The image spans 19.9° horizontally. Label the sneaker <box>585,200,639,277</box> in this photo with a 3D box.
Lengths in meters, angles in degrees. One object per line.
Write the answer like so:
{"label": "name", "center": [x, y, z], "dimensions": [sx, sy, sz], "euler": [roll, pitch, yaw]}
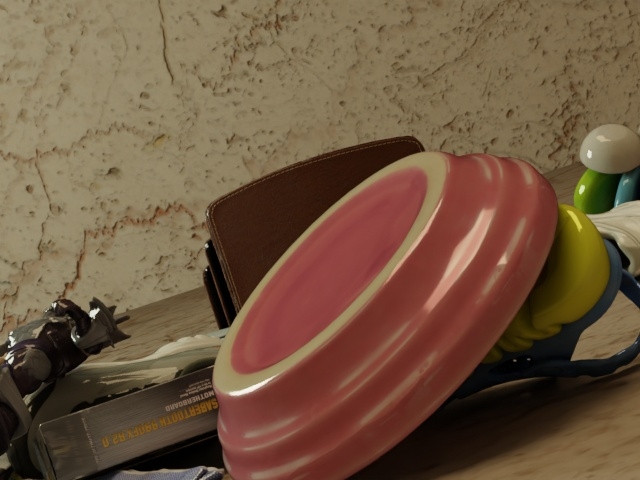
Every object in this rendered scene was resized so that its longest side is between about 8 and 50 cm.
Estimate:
{"label": "sneaker", "center": [0.258, 0.016, 1.920], "dimensions": [0.232, 0.090, 0.115], "euler": [-17, 8, 40]}

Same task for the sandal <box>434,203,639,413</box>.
{"label": "sandal", "center": [0.143, 0.082, 1.471], "dimensions": [0.138, 0.126, 0.317], "euler": [24, -30, -32]}

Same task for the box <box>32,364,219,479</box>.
{"label": "box", "center": [-0.161, 0.168, 1.632], "dimensions": [0.183, 0.056, 0.231], "euler": [-19, -6, -13]}

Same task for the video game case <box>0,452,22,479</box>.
{"label": "video game case", "center": [-0.416, 0.215, 1.732], "dimensions": [0.232, 0.042, 0.210], "euler": [13, 6, 4]}

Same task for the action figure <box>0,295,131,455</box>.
{"label": "action figure", "center": [-0.282, 0.121, 1.709], "dimensions": [0.185, 0.099, 0.285], "euler": [-31, 13, 21]}

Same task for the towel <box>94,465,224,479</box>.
{"label": "towel", "center": [-0.232, 0.237, 1.409], "dimensions": [0.285, 0.034, 0.209], "euler": [-21, 4, -33]}

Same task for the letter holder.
{"label": "letter holder", "center": [0.000, 0.000, 2.363], "dimensions": [0.302, 0.214, 0.152], "euler": [-19, 4, -15]}

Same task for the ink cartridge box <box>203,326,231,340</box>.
{"label": "ink cartridge box", "center": [-0.087, 0.135, 2.023], "dimensions": [0.275, 0.060, 0.239], "euler": [-15, 3, 36]}

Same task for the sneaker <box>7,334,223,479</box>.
{"label": "sneaker", "center": [-0.182, 0.162, 1.801], "dimensions": [0.271, 0.100, 0.108], "euler": [-20, 11, -26]}

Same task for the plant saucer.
{"label": "plant saucer", "center": [0.032, 0.048, 1.395], "dimensions": [0.332, 0.084, 0.332], "euler": [-41, 16, 15]}

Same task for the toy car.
{"label": "toy car", "center": [0.392, -0.059, 2.145], "dimensions": [0.182, 0.159, 0.136], "euler": [-19, 40, -16]}
